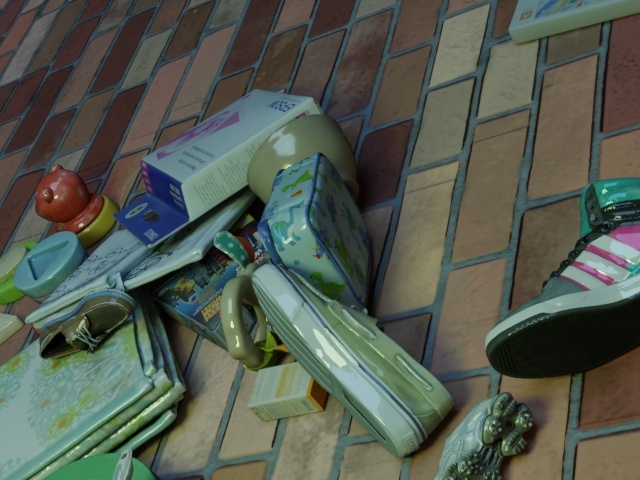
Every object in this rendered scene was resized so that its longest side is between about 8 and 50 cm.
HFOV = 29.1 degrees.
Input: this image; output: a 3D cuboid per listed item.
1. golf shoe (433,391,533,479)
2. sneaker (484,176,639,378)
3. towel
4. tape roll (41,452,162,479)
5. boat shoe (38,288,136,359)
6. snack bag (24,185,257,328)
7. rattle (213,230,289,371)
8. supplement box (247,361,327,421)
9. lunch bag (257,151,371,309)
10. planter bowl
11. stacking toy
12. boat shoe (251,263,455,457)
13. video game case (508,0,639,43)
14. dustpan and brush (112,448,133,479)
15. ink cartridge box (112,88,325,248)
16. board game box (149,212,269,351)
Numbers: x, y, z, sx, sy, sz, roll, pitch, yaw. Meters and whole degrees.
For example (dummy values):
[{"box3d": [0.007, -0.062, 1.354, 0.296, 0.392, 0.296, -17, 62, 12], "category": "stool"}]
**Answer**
[{"box3d": [0.157, 0.242, 1.321, 0.176, 0.069, 0.086, -50, 15, -22], "category": "golf shoe"}, {"box3d": [0.303, 0.026, 1.364, 0.296, 0.123, 0.178, -24, 40, 8], "category": "sneaker"}, {"box3d": [-0.371, 0.243, 1.783, 0.374, 0.090, 0.320, -36, 30, 4], "category": "towel"}, {"box3d": [-0.306, 0.417, 1.519, 0.321, 0.077, 0.321, -25, 35, 19], "category": "tape roll"}, {"box3d": [-0.333, 0.128, 1.756, 0.183, 0.066, 0.066, -27, 36, 36], "category": "boat shoe"}, {"box3d": [-0.253, 0.004, 1.892, 0.343, 0.037, 0.323, -22, 16, 29], "category": "snack bag"}, {"box3d": [-0.062, 0.064, 1.635, 0.143, 0.130, 0.199, -25, 53, 39], "category": "rattle"}, {"box3d": [-0.038, 0.191, 1.571, 0.098, 0.036, 0.062, -14, 40, 31], "category": "supplement box"}, {"box3d": [0.000, 0.000, 1.629, 0.090, 0.176, 0.219, -25, 25, 18], "category": "lunch bag"}, {"box3d": [-0.010, -0.088, 1.792, 0.162, 0.162, 0.109, -38, 60, 0], "category": "planter bowl"}, {"box3d": [-0.503, 0.026, 2.123, 0.280, 0.130, 0.309, -28, 34, 15], "category": "stacking toy"}, {"box3d": [0.034, 0.128, 1.465, 0.094, 0.109, 0.302, -35, 63, -18], "category": "boat shoe"}, {"box3d": [0.463, -0.439, 1.853, 0.329, 0.036, 0.300, -10, 43, 36], "category": "video game case"}, {"box3d": [-0.238, 0.341, 1.419, 0.147, 0.060, 0.211, -15, 40, 30], "category": "dustpan and brush"}, {"box3d": [-0.179, -0.127, 1.948, 0.330, 0.071, 0.324, -33, 18, -12], "category": "ink cartridge box"}, {"box3d": [-0.132, 0.074, 1.779, 0.194, 0.060, 0.194, -40, 34, -3], "category": "board game box"}]
